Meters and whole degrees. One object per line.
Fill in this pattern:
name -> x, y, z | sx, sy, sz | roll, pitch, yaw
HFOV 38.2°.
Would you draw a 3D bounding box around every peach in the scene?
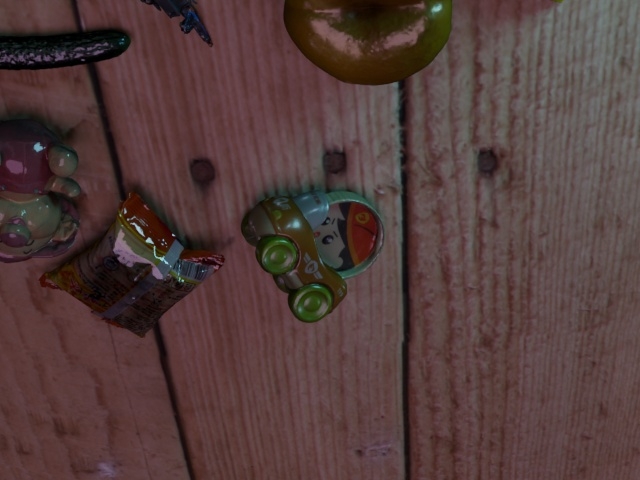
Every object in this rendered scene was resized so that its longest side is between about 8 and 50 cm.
peach -> 0.069, -0.341, 1.314 | 0.251, 0.153, 0.251 | -3, 121, -5

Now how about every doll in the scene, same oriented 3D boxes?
doll -> -0.490, -0.067, 1.503 | 0.196, 0.152, 0.256 | 22, 128, 0

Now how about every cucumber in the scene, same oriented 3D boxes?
cucumber -> -0.394, -0.291, 1.405 | 0.214, 0.052, 0.058 | -4, 97, 0

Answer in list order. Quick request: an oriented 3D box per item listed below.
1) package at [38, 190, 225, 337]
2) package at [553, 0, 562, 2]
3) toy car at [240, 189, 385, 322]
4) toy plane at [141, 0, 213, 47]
package -> -0.335, 0.060, 1.621 | 0.223, 0.108, 0.288 | 36, 120, -21
package -> 0.321, -0.396, 1.334 | 0.131, 0.047, 0.071 | 27, 118, -16
toy car -> 0.000, 0.000, 1.579 | 0.235, 0.145, 0.235 | -7, 116, -16
toy plane -> -0.214, -0.348, 1.357 | 0.135, 0.062, 0.188 | 1, 135, 34
